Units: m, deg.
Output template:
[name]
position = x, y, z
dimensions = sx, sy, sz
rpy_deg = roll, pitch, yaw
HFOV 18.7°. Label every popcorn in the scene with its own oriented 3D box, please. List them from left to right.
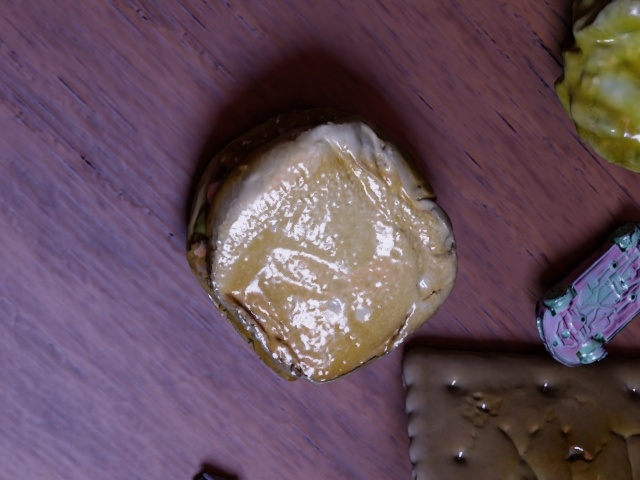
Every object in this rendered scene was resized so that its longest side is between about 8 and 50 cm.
[popcorn]
position = 0.285, -0.139, 1.535
dimensions = 0.197, 0.155, 0.198
rpy_deg = 2, 101, 11

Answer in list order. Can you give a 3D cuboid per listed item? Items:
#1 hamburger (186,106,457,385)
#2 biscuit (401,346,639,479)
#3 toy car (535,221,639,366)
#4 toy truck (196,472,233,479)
[hamburger]
position = 0.001, -0.001, 1.502
dimensions = 0.213, 0.108, 0.214
rpy_deg = -3, 104, -15
[biscuit]
position = 0.226, 0.186, 1.584
dimensions = 0.324, 0.044, 0.217
rpy_deg = 5, 59, -17
[toy car]
position = 0.231, 0.044, 1.612
dimensions = 0.142, 0.055, 0.069
rpy_deg = -40, 112, -19
[toy truck]
position = -0.086, 0.231, 1.570
dimensions = 0.044, 0.039, 0.083
rpy_deg = 12, 101, -36
